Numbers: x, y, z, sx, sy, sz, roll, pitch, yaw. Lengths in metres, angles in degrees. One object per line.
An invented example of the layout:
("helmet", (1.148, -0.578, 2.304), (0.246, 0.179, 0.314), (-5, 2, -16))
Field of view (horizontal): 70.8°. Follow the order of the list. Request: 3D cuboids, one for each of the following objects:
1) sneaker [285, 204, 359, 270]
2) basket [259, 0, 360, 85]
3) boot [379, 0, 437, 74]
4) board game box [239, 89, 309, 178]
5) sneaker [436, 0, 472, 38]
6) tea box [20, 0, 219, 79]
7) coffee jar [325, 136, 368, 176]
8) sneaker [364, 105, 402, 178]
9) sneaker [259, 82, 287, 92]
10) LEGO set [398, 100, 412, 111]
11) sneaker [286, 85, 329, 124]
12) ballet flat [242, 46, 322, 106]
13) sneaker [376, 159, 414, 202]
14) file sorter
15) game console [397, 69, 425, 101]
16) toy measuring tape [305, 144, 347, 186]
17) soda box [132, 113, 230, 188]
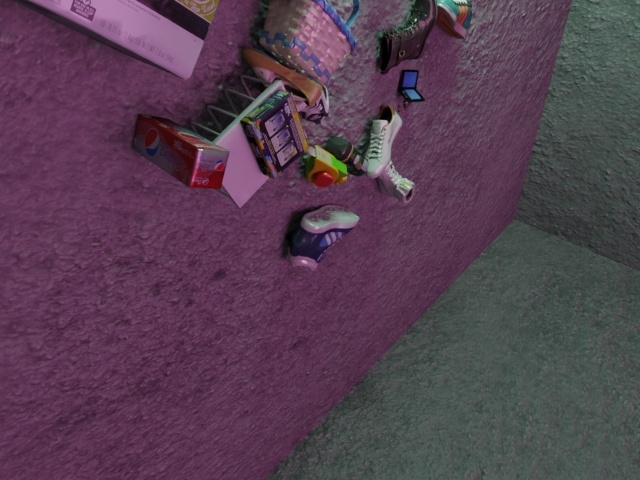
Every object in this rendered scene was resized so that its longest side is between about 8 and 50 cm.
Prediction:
("sneaker", (0.000, 0.000, 1.728), (0.323, 0.130, 0.236), (-17, 138, -51))
("basket", (-0.016, -0.582, 1.174), (0.289, 0.201, 0.255), (-59, 144, 0))
("boot", (0.298, -0.726, 1.569), (0.229, 0.091, 0.263), (-30, 139, -37))
("board game box", (-0.110, -0.264, 1.127), (0.141, 0.048, 0.170), (-46, 142, -24))
("sneaker", (0.501, -0.876, 1.711), (0.302, 0.108, 0.121), (-6, 119, -59))
("tea box", (-0.356, -0.512, 0.774), (0.329, 0.220, 0.323), (9, 107, -54))
("coffee jar", (0.096, -0.303, 1.627), (0.184, 0.096, 0.079), (29, 89, -55))
("sneaker", (0.215, -0.381, 1.710), (0.123, 0.106, 0.290), (39, 65, -50))
("sneaker", (-0.118, -0.412, 1.303), (0.170, 0.051, 0.089), (-33, 139, -51))
("LEGO set", (0.348, -0.547, 1.828), (0.083, 0.023, 0.054), (-49, 145, -15))
("sneaker", (-0.028, -0.398, 1.335), (0.235, 0.094, 0.153), (-76, 157, -47))
("ballet flat", (-0.108, -0.423, 1.173), (0.080, 0.232, 0.073), (147, -33, -84))
("sneaker", (0.309, -0.269, 1.864), (0.108, 0.169, 0.292), (-50, 144, -10))
("file sorter", (-0.212, -0.272, 1.185), (0.277, 0.173, 0.193), (-49, 144, -15))
("game console", (0.366, -0.606, 1.768), (0.122, 0.107, 0.071), (-20, 158, -43))
("toy measuring tape", (-0.040, -0.261, 1.499), (0.330, 0.121, 0.121), (24, 96, -39))
("soda box", (-0.321, -0.203, 1.015), (0.083, 0.263, 0.092), (-3, 117, -49))
